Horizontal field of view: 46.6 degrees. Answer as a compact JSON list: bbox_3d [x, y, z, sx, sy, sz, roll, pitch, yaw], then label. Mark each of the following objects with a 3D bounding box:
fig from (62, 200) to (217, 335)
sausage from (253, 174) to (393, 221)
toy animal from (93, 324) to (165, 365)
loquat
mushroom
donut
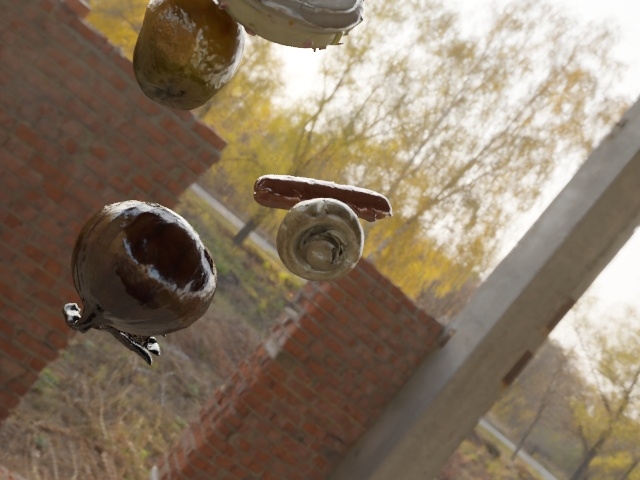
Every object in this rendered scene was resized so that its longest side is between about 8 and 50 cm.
[{"bbox_3d":[-0.271,0.052,1.138,0.235,0.214,0.235,12,-42,11],"label":"fig"},{"bbox_3d":[0.015,-0.099,1.765,0.433,0.088,0.088,7,23,-40],"label":"sausage"},{"bbox_3d":[-0.462,0.218,1.783,0.179,0.116,0.218,8,34,-23],"label":"toy animal"},{"bbox_3d":[-0.319,-0.464,1.814,0.276,0.284,0.276,15,-17,5],"label":"loquat"},{"bbox_3d":[0.000,0.000,1.394,0.166,0.166,0.127,40,9,-14],"label":"mushroom"},{"bbox_3d":[-0.082,-0.575,1.678,0.382,0.142,0.383,17,47,-19],"label":"donut"}]
